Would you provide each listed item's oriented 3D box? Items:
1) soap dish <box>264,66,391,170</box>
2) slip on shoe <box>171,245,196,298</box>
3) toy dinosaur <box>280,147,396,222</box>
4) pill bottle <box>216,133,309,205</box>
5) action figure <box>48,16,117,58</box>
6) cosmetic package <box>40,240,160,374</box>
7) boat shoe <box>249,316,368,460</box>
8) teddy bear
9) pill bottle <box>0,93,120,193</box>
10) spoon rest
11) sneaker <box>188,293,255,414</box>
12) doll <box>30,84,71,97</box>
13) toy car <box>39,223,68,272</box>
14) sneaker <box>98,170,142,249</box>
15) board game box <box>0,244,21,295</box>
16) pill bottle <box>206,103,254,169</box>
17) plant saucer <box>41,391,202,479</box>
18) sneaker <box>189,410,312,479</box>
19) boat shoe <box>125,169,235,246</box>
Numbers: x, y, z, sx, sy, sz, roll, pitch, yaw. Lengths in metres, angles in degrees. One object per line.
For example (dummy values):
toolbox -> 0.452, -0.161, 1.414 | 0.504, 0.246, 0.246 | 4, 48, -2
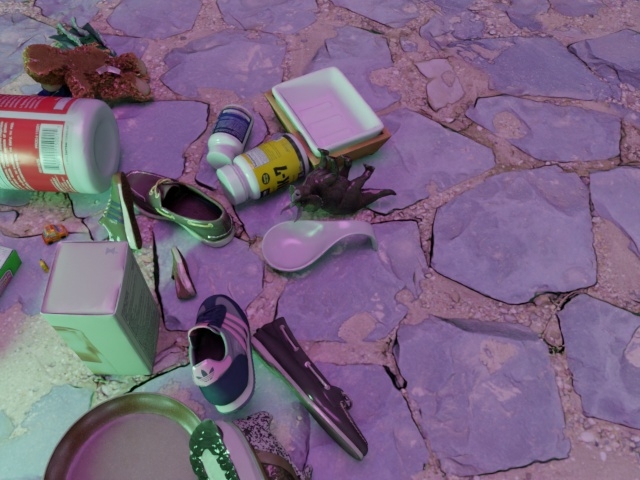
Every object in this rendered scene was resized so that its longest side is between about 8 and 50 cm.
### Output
soap dish -> 0.015, -0.320, 1.511 | 0.229, 0.118, 0.291 | -24, 60, -17
slip on shoe -> -0.322, 0.073, 1.283 | 0.041, 0.051, 0.135 | -25, 66, -4
toy dinosaur -> 0.039, -0.125, 1.376 | 0.314, 0.160, 0.121 | 6, 21, -38
pill bottle -> -0.144, -0.174, 1.408 | 0.208, 0.119, 0.119 | -28, 62, -18
action figure -> -0.695, -0.593, 1.706 | 0.232, 0.063, 0.137 | 39, 60, 17
cosmetic package -> -0.406, 0.139, 1.084 | 0.129, 0.296, 0.153 | 1, 56, -3
boat shoe -> -0.011, 0.279, 1.117 | 0.095, 0.112, 0.335 | -39, 62, -19
teddy bear -> -0.635, -0.453, 1.565 | 0.338, 0.113, 0.245 | -18, 71, -35
pill bottle -> -0.720, -0.235, 1.364 | 0.408, 0.229, 0.229 | 3, 56, 0
spoon rest -> 0.000, 0.000, 1.319 | 0.276, 0.084, 0.137 | -9, 57, -9
sneaker -> -0.206, 0.182, 1.105 | 0.112, 0.131, 0.319 | -32, 34, 0
doll -> -0.723, -0.440, 1.609 | 0.129, 0.046, 0.189 | 24, 54, 11
toy car -> -0.623, 0.010, 1.316 | 0.060, 0.040, 0.122 | -12, 57, -10
sneaker -> -0.484, -0.062, 1.327 | 0.086, 0.064, 0.192 | -14, 85, 2
board game box -> -0.835, 0.127, 1.196 | 0.242, 0.064, 0.316 | 17, 57, -1
pill bottle -> -0.240, -0.268, 1.482 | 0.094, 0.094, 0.169 | 10, 56, 5
plant saucer -> -0.346, 0.437, 1.038 | 0.311, 0.050, 0.310 | 1, 56, -2
sneaker -> -0.051, 0.465, 0.979 | 0.182, 0.158, 0.410 | -17, 68, -46
boat shoe -> -0.351, -0.097, 1.363 | 0.324, 0.096, 0.116 | 29, 61, 16
